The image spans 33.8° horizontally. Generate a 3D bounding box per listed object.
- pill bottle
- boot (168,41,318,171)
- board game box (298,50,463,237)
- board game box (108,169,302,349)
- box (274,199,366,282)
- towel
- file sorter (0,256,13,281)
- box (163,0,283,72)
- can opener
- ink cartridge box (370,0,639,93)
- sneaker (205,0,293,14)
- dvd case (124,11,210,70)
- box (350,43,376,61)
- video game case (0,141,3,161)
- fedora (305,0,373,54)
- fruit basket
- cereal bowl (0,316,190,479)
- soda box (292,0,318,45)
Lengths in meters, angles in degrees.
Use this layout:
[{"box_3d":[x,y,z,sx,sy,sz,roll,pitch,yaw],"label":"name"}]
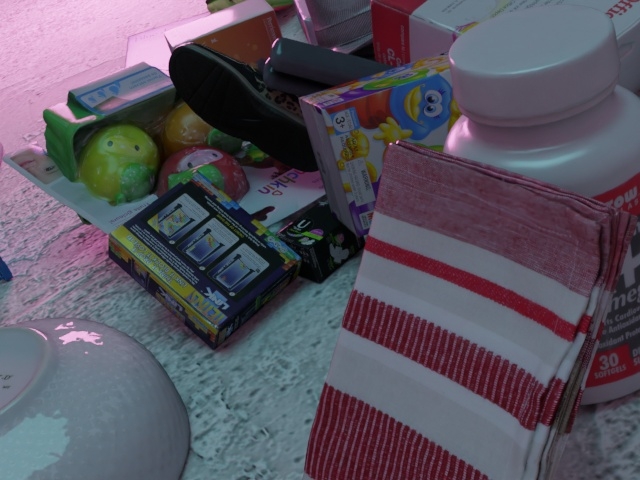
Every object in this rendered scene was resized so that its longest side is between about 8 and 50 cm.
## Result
[{"box_3d":[0.203,-0.029,0.904,0.176,0.318,0.176,-13,31,8],"label":"pill bottle"},{"box_3d":[-0.069,-0.202,1.381,0.236,0.085,0.178,33,38,-3],"label":"boot"},{"box_3d":[0.136,-0.123,1.142,0.275,0.144,0.142,-19,15,-7],"label":"board game box"},{"box_3d":[-0.130,0.019,1.188,0.170,0.048,0.141,40,58,16],"label":"board game box"},{"box_3d":[0.000,0.000,1.224,0.083,0.052,0.062,-37,37,-30],"label":"box"},{"box_3d":[0.089,0.103,0.804,0.037,0.329,0.237,9,10,-41],"label":"towel"},{"box_3d":[-0.516,0.008,1.423,0.104,0.118,0.170,-37,35,-22],"label":"file sorter"},{"box_3d":[-0.144,-0.294,1.686,0.170,0.130,0.091,-23,31,-6],"label":"box"},{"box_3d":[0.067,-0.176,1.299,0.280,0.074,0.093,17,57,-10],"label":"can opener"},{"box_3d":[0.251,-0.265,1.367,0.306,0.131,0.226,33,56,32],"label":"ink cartridge box"},{"box_3d":[-0.114,-0.573,2.040,0.185,0.202,0.482,-6,33,21],"label":"sneaker"},{"box_3d":[-0.274,-0.354,1.954,0.180,0.022,0.253,-17,31,3],"label":"dvd case"},{"box_3d":[0.106,-0.292,1.642,0.145,0.038,0.186,4,39,31],"label":"box"},{"box_3d":[-0.608,-0.090,1.715,0.173,0.022,0.190,-18,32,0],"label":"video game case"},{"box_3d":[0.070,-0.378,1.598,0.275,0.124,0.244,-27,17,-5],"label":"fedora"},{"box_3d":[-0.183,-0.106,1.378,0.353,0.165,0.327,26,42,37],"label":"fruit basket"},{"box_3d":[-0.306,0.184,1.013,0.339,0.141,0.339,-13,31,8],"label":"cereal bowl"},{"box_3d":[-0.003,-0.391,1.819,0.069,0.074,0.216,-18,31,1],"label":"soda box"}]
